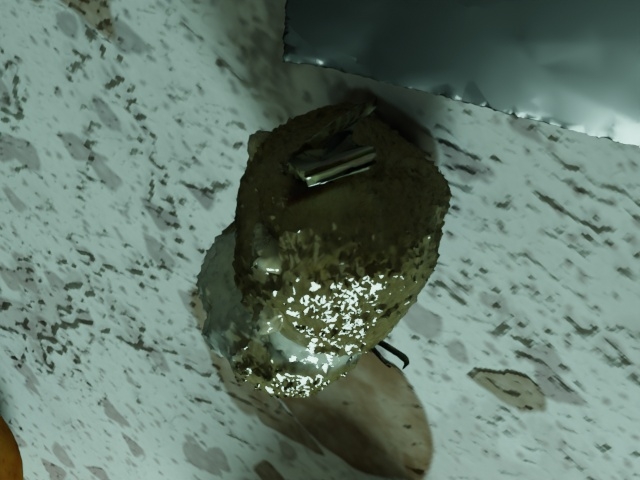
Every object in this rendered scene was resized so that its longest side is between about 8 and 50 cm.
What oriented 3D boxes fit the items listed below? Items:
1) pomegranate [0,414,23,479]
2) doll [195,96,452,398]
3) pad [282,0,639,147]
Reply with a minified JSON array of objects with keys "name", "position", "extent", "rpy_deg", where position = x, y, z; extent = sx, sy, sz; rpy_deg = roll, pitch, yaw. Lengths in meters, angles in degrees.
[{"name":"pomegranate","position":[-0.442,0.220,1.276],"extent":[0.410,0.410,0.410],"rpy_deg":[29,144,24]},{"name":"doll","position":[0.002,-0.007,0.750],"extent":[0.115,0.105,0.221],"rpy_deg":[4,144,-6]},{"name":"pad","position":[0.114,-0.155,0.469],"extent":[0.248,0.007,0.367],"rpy_deg":[14,142,7]}]
